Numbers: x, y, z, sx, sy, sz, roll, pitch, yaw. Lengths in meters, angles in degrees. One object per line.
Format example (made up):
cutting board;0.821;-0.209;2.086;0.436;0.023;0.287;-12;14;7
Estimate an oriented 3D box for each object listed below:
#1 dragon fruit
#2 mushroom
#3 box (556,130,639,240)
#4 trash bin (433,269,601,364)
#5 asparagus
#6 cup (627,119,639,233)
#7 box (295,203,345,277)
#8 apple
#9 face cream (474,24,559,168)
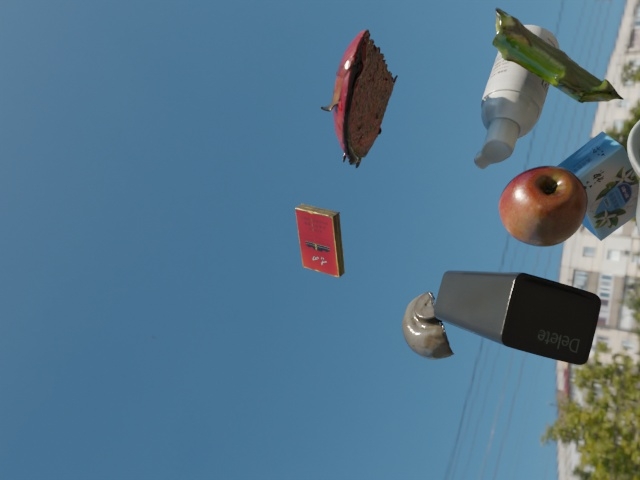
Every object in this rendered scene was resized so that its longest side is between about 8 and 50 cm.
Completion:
dragon fruit;0.079;-0.322;1.628;0.343;0.100;0.282;33;-109;-72
mushroom;0.263;0.221;1.717;0.141;0.117;0.188;52;-168;-32
box;0.657;-0.123;1.610;0.142;0.083;0.232;-38;-50;8
trash bin;0.310;0.117;1.135;0.165;0.225;0.115;15;-94;-20
asparagus;0.506;-0.389;1.517;0.085;0.343;0.082;-49;-8;-5
cup;0.585;-0.041;0.946;0.347;0.347;0.163;-44;-34;-39
box;0.000;0.000;1.296;0.023;0.090;0.133;-36;-48;-41
apple;0.478;-0.077;1.486;0.181;0.180;0.168;-63;-21;-24
face cream;0.459;-0.330;1.634;0.145;0.145;0.370;49;-126;-43
